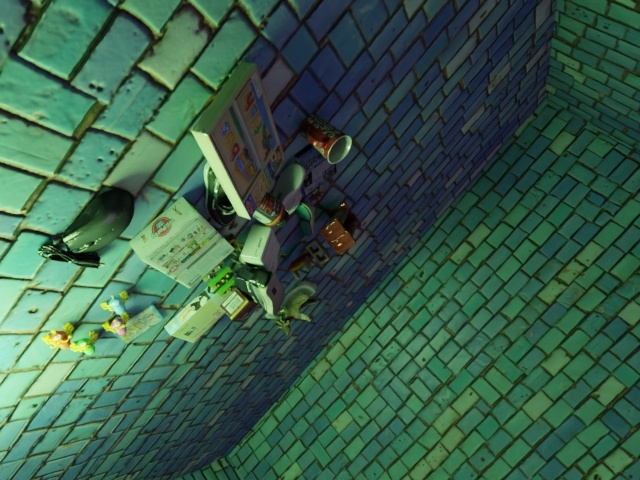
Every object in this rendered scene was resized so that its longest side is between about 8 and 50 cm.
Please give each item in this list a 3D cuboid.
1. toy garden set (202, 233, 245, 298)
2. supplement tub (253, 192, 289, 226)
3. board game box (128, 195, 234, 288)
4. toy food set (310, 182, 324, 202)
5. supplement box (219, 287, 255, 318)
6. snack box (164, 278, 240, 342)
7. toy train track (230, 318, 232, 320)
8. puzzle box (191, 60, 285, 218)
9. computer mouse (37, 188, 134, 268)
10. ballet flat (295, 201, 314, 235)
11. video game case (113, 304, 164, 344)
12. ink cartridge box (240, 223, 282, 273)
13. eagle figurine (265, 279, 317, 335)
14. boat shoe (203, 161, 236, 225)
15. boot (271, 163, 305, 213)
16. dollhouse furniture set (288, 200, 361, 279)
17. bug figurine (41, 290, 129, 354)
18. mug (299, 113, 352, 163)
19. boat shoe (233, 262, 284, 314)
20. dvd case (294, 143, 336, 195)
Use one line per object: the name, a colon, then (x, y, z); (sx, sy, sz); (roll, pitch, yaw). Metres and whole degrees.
toy garden set: (-0.369, 0.108, 1.674); (0.204, 0.049, 0.244); (-45, 140, -13)
supplement tub: (-0.202, -0.120, 1.536); (0.106, 0.106, 0.198); (-49, 136, 7)
board game box: (-0.456, 0.019, 1.428); (0.224, 0.097, 0.303); (-43, 156, -8)
toy food set: (-0.014, -0.197, 1.836); (0.078, 0.019, 0.122); (-39, 166, -13)
supplement box: (-0.340, 0.269, 1.799); (0.104, 0.081, 0.188); (-46, 169, 0)
snack box: (-0.493, 0.299, 1.824); (0.322, 0.060, 0.187); (-43, 153, -6)
toy train track: (-0.415, 0.372, 2.106); (0.083, 0.014, 0.048); (-35, 160, -9)
puzzle box: (-0.223, -0.280, 1.263); (0.409, 0.052, 0.272); (75, 38, -61)
computer mouse: (-0.610, -0.022, 1.162); (0.272, 0.072, 0.188); (-48, 154, 4)
ballet flat: (-0.061, -0.114, 1.868); (0.086, 0.086, 0.248); (-37, 155, -18)
video game case: (-0.694, 0.323, 1.610); (0.166, 0.015, 0.119); (-36, 153, -21)
ink cartridge box: (-0.239, 0.051, 1.735); (0.212, 0.093, 0.154); (78, 25, -62)
eagle figurine: (-0.142, 0.383, 2.388); (0.226, 0.225, 0.298); (-16, -142, 45)
boat shoe: (-0.322, -0.138, 1.402); (0.114, 0.091, 0.303); (-34, 152, -23)
boot: (-0.116, -0.196, 1.651); (0.258, 0.095, 0.123); (-51, 161, 30)
dollhouse furniture set: (0.000, 0.000, 2.008); (0.374, 0.152, 0.201); (-32, -163, 25)
bug figurine: (-0.754, 0.296, 1.413); (0.279, 0.072, 0.216); (-35, 153, -23)
mug: (0.008, -0.370, 1.469); (0.113, 0.169, 0.150); (-47, 154, 4)
boat shoe: (-0.253, 0.198, 1.748); (0.341, 0.158, 0.127); (86, 26, -59)
dvd case: (-0.013, -0.307, 1.703); (0.180, 0.022, 0.253); (-39, 154, -15)
